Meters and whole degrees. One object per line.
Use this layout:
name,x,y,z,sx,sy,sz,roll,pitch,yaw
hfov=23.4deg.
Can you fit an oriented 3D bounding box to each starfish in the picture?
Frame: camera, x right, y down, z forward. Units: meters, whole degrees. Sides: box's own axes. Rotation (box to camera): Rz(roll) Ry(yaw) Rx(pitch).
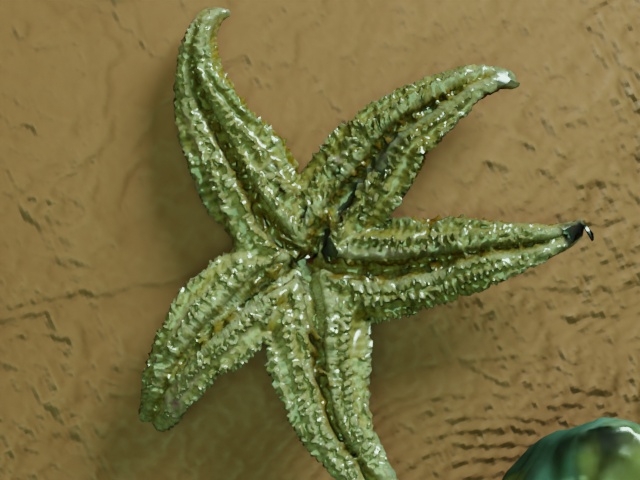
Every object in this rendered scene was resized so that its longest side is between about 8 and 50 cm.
starfish,0.000,0.000,0.714,0.227,0.043,0.240,-26,89,1

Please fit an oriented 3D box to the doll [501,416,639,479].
doll,0.161,0.216,0.660,0.260,0.161,0.177,38,72,1
